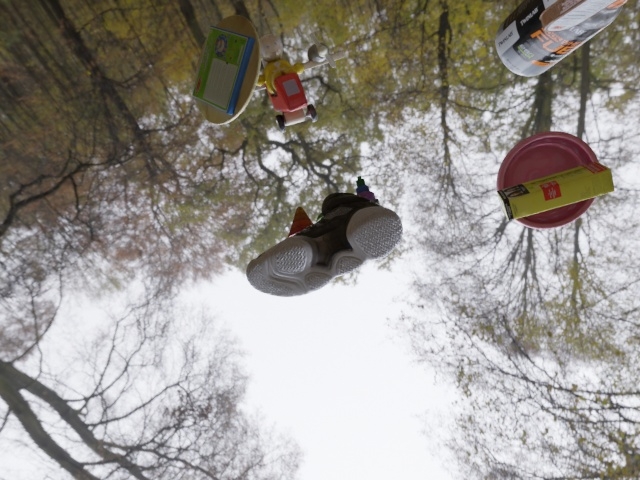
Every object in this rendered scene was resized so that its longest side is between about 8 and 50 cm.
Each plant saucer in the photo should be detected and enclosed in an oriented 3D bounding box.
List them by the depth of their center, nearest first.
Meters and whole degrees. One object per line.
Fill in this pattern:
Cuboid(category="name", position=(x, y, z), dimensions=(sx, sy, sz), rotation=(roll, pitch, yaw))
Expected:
Cuboid(category="plant saucer", position=(0.778, -0.208, 1.486), dimensions=(0.332, 0.332, 0.084), rotation=(-15, -170, 11))

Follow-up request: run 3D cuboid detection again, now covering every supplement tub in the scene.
Cuboid(category="supplement tub", position=(0.627, -0.589, 1.117), dimensions=(0.193, 0.193, 0.316), rotation=(-34, 179, -14))

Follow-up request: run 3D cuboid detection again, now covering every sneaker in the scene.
Cuboid(category="sneaker", position=(0.000, 0.000, 0.748), dimensions=(0.268, 0.101, 0.153), rotation=(-22, -154, 2))

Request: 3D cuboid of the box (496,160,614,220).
Cuboid(category="box", position=(0.553, -0.117, 1.023), dimensions=(0.232, 0.058, 0.087), rotation=(-16, -161, 18))

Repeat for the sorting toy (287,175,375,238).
Cuboid(category="sorting toy", position=(0.023, -0.108, 1.431), dimensions=(0.365, 0.127, 0.126), rotation=(-28, -118, 36))

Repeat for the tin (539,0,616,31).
Cuboid(category="tin", position=(0.534, -0.479, 0.854), dimensions=(0.106, 0.040, 0.189), rotation=(-9, 177, -24))

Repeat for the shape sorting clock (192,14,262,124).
Cuboid(category="shape sorting clock", position=(-0.184, -0.330, 0.837), dimensions=(0.206, 0.206, 0.040), rotation=(12, -172, 37))

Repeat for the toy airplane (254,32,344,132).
Cuboid(category="toy airplane", position=(-0.152, -0.581, 1.482), dimensions=(0.384, 0.272, 0.386), rotation=(12, -130, 25))
